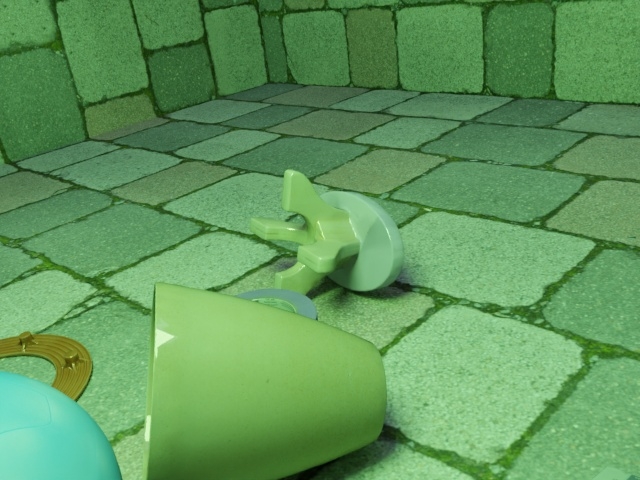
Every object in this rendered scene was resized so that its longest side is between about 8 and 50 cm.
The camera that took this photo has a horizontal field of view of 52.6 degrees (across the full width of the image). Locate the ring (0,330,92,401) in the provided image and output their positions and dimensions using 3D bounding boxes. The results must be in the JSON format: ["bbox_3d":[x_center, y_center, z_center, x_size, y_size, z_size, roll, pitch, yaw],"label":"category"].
[{"bbox_3d":[-0.534,0.235,1.022,0.336,0.032,0.336,-6,25,3],"label":"ring"}]

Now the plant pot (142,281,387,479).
[{"bbox_3d":[-0.069,0.182,0.787,0.274,0.256,0.256,3,21,-16],"label":"plant pot"}]

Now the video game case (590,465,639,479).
[{"bbox_3d":[0.347,0.269,0.598,0.201,0.023,0.183,12,2,36],"label":"video game case"}]

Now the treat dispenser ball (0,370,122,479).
[{"bbox_3d":[-0.325,0.264,0.586,0.288,0.288,0.288,-6,24,3],"label":"treat dispenser ball"}]

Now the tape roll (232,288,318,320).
[{"bbox_3d":[-0.094,0.155,1.011,0.189,0.080,0.189,-6,23,3],"label":"tape roll"}]

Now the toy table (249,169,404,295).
[{"bbox_3d":[0.000,0.000,1.157,0.161,0.252,0.274,-4,7,-33],"label":"toy table"}]
